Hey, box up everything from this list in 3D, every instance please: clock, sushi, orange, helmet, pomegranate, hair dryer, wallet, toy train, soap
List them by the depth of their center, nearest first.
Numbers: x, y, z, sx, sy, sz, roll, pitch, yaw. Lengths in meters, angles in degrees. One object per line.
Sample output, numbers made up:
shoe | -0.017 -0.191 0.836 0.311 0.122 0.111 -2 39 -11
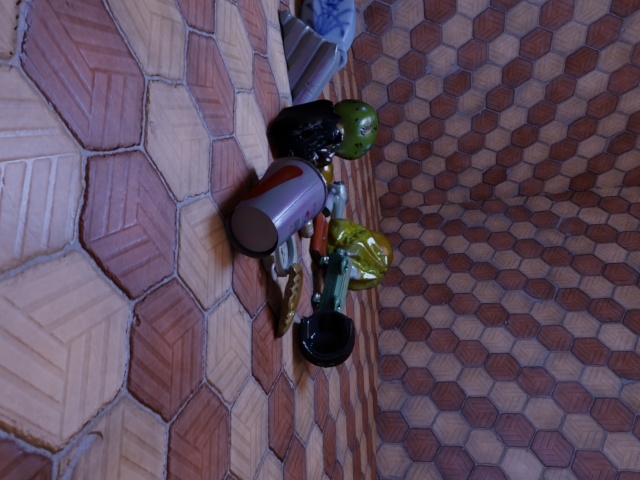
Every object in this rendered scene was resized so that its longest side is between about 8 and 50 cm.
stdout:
clock | -0.122 0.030 1.236 0.191 0.062 0.151 -52 137 -70
sushi | -0.043 -0.338 1.452 0.227 0.215 0.212 -111 -169 -57
helmet | 0.022 0.328 1.453 0.216 0.189 0.193 -81 170 -57
soap | -0.093 -0.663 1.634 0.302 0.258 0.159 -52 -178 22
toy train | 0.059 0.176 1.706 0.177 0.116 0.285 29 70 -65
orange | 0.000 -0.285 1.757 0.170 0.112 0.160 10 75 -64
wallet | 0.000 0.000 1.770 0.142 0.045 0.204 68 21 -49
pomegranate | 0.134 -0.519 2.014 0.323 0.290 0.291 -45 128 -72
hair dryer | 0.055 -0.137 2.032 0.267 0.092 0.229 -51 142 -51
orange | 0.281 0.080 2.430 0.274 0.274 0.274 -5 90 -76

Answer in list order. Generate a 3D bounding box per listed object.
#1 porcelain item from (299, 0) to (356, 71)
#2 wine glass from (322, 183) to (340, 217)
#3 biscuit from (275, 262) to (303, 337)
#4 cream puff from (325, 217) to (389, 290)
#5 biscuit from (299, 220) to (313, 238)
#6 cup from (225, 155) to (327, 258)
porcelain item | 0.034 -0.928 1.817 0.178 0.242 0.405 117 -23 -67
wine glass | 0.031 -0.174 1.843 0.073 0.073 0.155 72 29 -42
biscuit | -0.083 0.169 1.268 0.144 0.033 0.224 -36 140 -75
cream puff | 0.170 0.076 1.962 0.378 0.275 0.378 -7 90 -76
biscuit | -0.067 -0.097 1.517 0.061 0.055 0.219 -64 148 -45
cup | -0.115 -0.082 1.092 0.288 0.203 0.203 -58 141 -58
